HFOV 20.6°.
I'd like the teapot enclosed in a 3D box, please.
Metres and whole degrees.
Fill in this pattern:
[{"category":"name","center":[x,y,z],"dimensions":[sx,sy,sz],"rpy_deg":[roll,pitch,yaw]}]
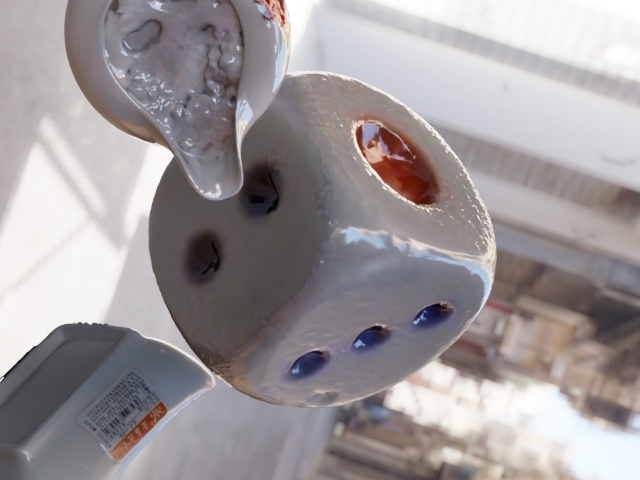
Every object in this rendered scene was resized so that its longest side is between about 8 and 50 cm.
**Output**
[{"category":"teapot","center":[-0.095,-0.141,1.129],"dimensions":[0.092,0.145,0.226],"rpy_deg":[-93,162,-71]}]

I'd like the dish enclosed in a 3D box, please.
[{"category":"dish","center":[-0.201,0.138,1.359],"dimensions":[0.212,0.151,0.077],"rpy_deg":[-47,126,-39]}]

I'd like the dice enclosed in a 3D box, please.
[{"category":"dice","center":[0.000,0.000,1.315],"dimensions":[0.193,0.194,0.192],"rpy_deg":[12,134,-48]}]
